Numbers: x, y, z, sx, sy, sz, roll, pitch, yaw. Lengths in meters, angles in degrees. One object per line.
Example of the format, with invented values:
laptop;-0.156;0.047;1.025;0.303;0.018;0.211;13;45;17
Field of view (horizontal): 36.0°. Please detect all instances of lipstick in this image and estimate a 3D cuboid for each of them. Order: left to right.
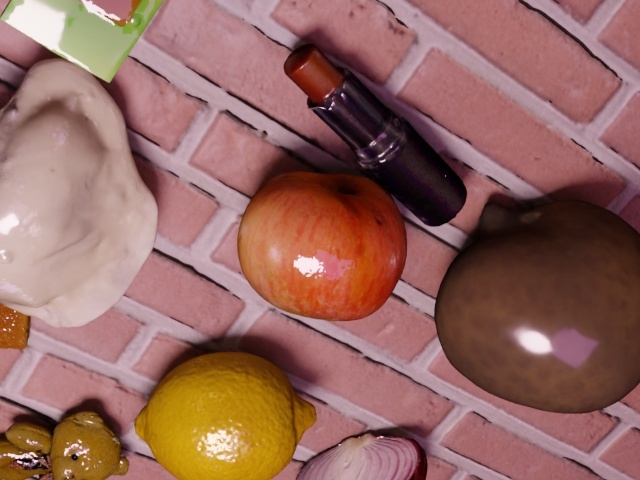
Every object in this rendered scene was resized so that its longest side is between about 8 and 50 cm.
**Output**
lipstick;0.068;-0.127;1.190;0.081;0.081;0.300;-40;121;13

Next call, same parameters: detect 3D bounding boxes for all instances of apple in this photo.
apple;0.000;0.000;1.187;0.210;0.209;0.164;4;117;-14

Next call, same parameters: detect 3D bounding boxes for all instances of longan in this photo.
longan;0.293;0.082;1.280;0.300;0.300;0.243;-9;163;-7

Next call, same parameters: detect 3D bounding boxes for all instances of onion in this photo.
onion;0.067;0.378;1.465;0.206;0.151;0.098;-13;139;15

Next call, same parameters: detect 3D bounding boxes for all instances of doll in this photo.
doll;-0.377;0.306;1.351;0.210;0.097;0.137;-15;128;4

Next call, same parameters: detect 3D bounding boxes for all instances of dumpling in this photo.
dumpling;-0.297;-0.027;1.108;0.243;0.187;0.318;25;110;-21

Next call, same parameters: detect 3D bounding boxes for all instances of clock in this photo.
clock;-0.192;-0.303;0.924;0.106;0.255;0.220;30;108;-27

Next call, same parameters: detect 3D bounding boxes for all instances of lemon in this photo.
lemon;-0.126;0.241;1.312;0.244;0.187;0.186;1;121;-6

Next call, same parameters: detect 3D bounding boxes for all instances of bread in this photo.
bread;-0.413;0.092;1.246;0.090;0.035;0.094;5;119;-14

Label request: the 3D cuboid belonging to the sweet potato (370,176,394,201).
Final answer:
sweet potato;0.082;-0.041;1.272;0.034;0.034;0.095;-25;120;4
